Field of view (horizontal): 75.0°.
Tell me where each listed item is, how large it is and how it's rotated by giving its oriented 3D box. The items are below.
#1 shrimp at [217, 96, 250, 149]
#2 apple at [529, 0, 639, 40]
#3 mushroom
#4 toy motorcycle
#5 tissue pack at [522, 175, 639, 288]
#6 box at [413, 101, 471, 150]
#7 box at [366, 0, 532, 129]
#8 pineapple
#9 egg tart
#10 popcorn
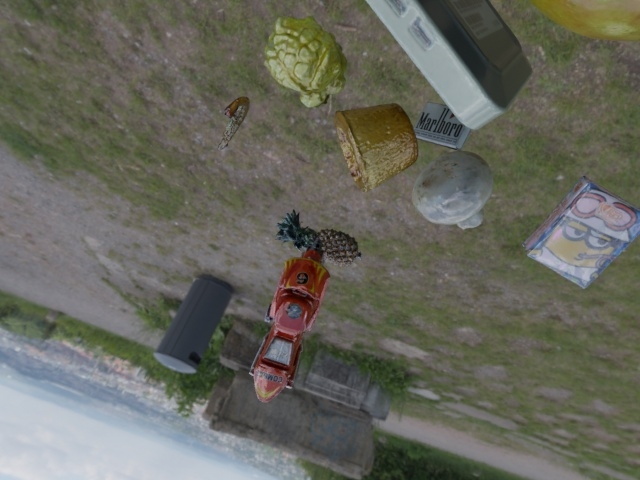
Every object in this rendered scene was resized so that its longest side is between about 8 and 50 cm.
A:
[{"bbox_3d":[-0.186,-0.241,0.860,0.025,0.091,0.127,32,107,1],"label":"shrimp"},{"bbox_3d":[0.376,-0.409,0.415,0.375,0.374,0.384,26,143,-9],"label":"apple"},{"bbox_3d":[0.405,-0.134,1.231,0.244,0.243,0.243,16,150,9],"label":"mushroom"},{"bbox_3d":[-0.053,0.136,0.781,0.089,0.297,0.171,18,178,-5],"label":"toy motorcycle"},{"bbox_3d":[0.441,-0.012,0.702,0.116,0.065,0.155,31,120,4],"label":"tissue pack"},{"bbox_3d":[0.356,-0.335,1.213,0.036,0.115,0.178,17,-169,-40],"label":"box"},{"bbox_3d":[0.247,-0.415,0.784,0.373,0.367,0.090,51,134,-6],"label":"box"},{"bbox_3d":[0.000,-0.001,1.018,0.222,0.103,0.083,21,139,-2],"label":"pineapple"},{"bbox_3d":[0.127,-0.227,0.960,0.147,0.202,0.202,-23,142,-1],"label":"egg tart"},{"bbox_3d":[-0.041,-0.488,1.129,0.255,0.194,0.256,34,-178,-34],"label":"popcorn"}]
